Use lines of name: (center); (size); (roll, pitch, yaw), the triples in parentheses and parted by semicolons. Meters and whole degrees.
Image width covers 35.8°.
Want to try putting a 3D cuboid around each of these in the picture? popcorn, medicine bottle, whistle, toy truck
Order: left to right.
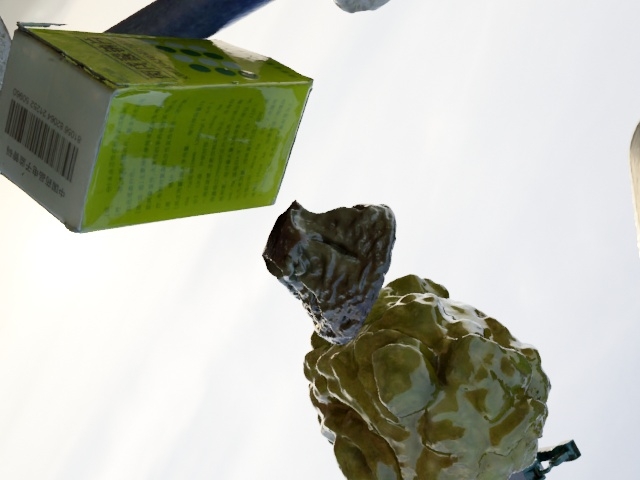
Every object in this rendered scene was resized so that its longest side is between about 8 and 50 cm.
medicine bottle: (-0.146, -0.103, 0.875); (0.137, 0.250, 0.141); (35, -62, 30)
whistle: (-0.157, -0.205, 0.974); (0.304, 0.062, 0.062); (-25, -149, 19)
popcorn: (0.107, 0.165, 1.005); (0.235, 0.242, 0.250); (-52, -165, -9)
toy truck: (0.295, 0.423, 1.775); (0.178, 0.176, 0.363); (-26, 178, -27)

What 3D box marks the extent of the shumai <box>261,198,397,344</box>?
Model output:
shumai: (-0.001, 0.017, 0.747); (0.099, 0.087, 0.123); (-88, -161, -51)

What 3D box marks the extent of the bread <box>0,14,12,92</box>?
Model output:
bread: (-0.429, -0.214, 1.062); (0.070, 0.236, 0.236); (-14, -140, 23)

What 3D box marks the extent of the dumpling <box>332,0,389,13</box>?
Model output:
dumpling: (0.090, -0.474, 1.389); (0.187, 0.243, 0.318); (16, -107, 43)

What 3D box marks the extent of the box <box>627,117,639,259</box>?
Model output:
box: (0.484, -0.070, 1.085); (0.396, 0.111, 0.396); (119, -22, -55)
